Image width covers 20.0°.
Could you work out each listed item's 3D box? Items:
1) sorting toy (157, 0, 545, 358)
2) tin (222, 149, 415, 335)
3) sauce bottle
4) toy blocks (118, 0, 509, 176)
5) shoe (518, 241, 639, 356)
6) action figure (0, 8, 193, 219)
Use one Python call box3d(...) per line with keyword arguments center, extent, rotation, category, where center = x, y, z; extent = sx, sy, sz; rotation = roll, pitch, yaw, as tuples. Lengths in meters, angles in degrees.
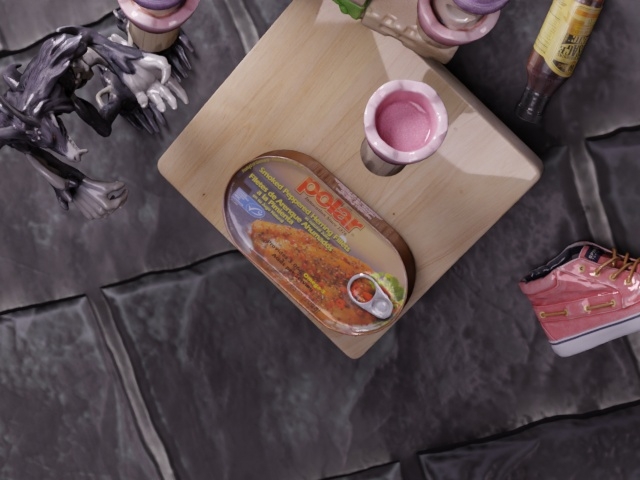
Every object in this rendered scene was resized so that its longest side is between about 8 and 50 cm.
box3d(center=(0.032, -0.075, 1.620), extent=(0.255, 0.089, 0.257), rotation=(44, 118, 2), category="sorting toy")
box3d(center=(0.000, 0.000, 1.588), extent=(0.189, 0.040, 0.106), rotation=(43, 122, 3), category="tin")
box3d(center=(0.202, -0.161, 1.551), extent=(0.042, 0.042, 0.128), rotation=(26, 118, 11), category="sauce bottle")
box3d(center=(0.024, -0.251, 1.398), extent=(0.288, 0.260, 0.309), rotation=(28, 79, -1), category="toy blocks")
box3d(center=(0.261, 0.035, 1.585), extent=(0.178, 0.063, 0.081), rotation=(-26, 103, 31), category="shoe")
box3d(center=(-0.196, -0.116, 1.586), extent=(0.141, 0.275, 0.164), rotation=(40, 118, 4), category="action figure")
